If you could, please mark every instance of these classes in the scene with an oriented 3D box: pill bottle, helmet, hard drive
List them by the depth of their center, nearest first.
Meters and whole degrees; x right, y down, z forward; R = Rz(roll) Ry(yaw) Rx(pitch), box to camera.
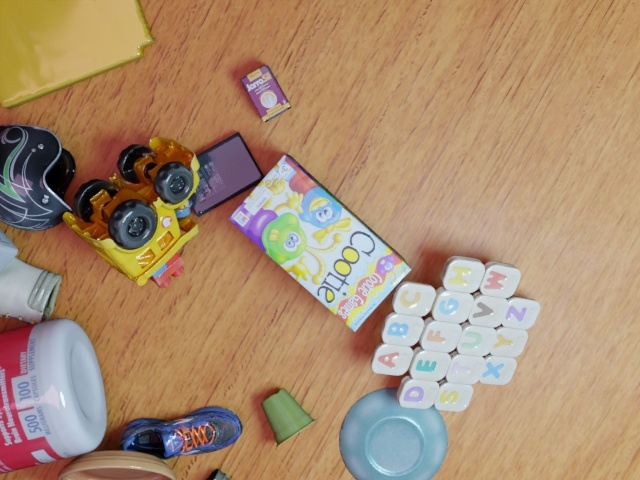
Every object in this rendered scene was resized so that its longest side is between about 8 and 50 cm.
[{"bbox_3d":[-0.583,0.282,1.524,0.407,0.229,0.229,-14,95,1],"label":"pill bottle"},{"bbox_3d":[-0.486,-0.098,1.527,0.169,0.169,0.162,10,79,0],"label":"helmet"},{"bbox_3d":[-0.176,-0.114,1.591,0.135,0.022,0.094,-29,94,3],"label":"hard drive"}]

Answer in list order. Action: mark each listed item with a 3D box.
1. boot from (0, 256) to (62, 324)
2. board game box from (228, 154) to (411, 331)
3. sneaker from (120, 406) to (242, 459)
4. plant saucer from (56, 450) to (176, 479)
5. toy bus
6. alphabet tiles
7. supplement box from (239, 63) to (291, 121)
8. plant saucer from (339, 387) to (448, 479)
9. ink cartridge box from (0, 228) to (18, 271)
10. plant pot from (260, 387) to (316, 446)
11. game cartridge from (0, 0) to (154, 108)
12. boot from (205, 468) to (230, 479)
[{"bbox_3d":[-0.556,0.123,1.590,0.165,0.077,0.213,26,94,-4],"label":"boot"},{"bbox_3d":[0.000,0.000,1.540,0.275,0.142,0.144,41,94,-3],"label":"board game box"},{"bbox_3d":[-0.244,0.346,1.599,0.221,0.087,0.083,-11,95,2],"label":"sneaker"},{"bbox_3d":[-0.345,0.397,1.569,0.199,0.200,0.037,-3,61,1],"label":"plant saucer"},{"bbox_3d":[-0.277,-0.031,1.534,0.220,0.149,0.211,-46,133,-18],"label":"toy bus"},{"bbox_3d":[0.231,0.162,1.546,0.277,0.021,0.284,10,111,-23],"label":"alphabet tiles"},{"bbox_3d":[-0.093,-0.250,1.569,0.055,0.043,0.083,-30,93,4],"label":"supplement box"},{"bbox_3d":[0.130,0.359,1.623,0.194,0.037,0.195,0,95,0],"label":"plant saucer"},{"bbox_3d":[-0.671,-0.011,1.516,0.201,0.117,0.278,-46,73,3],"label":"ink cartridge box"},{"bbox_3d":[-0.064,0.304,1.605,0.083,0.083,0.079,-35,82,3],"label":"plant pot"},{"bbox_3d":[-0.465,-0.422,1.558,0.285,0.053,0.324,-20,97,2],"label":"game cartridge"},{"bbox_3d":[-0.153,0.530,1.630,0.208,0.076,0.190,41,96,-10],"label":"boot"}]
